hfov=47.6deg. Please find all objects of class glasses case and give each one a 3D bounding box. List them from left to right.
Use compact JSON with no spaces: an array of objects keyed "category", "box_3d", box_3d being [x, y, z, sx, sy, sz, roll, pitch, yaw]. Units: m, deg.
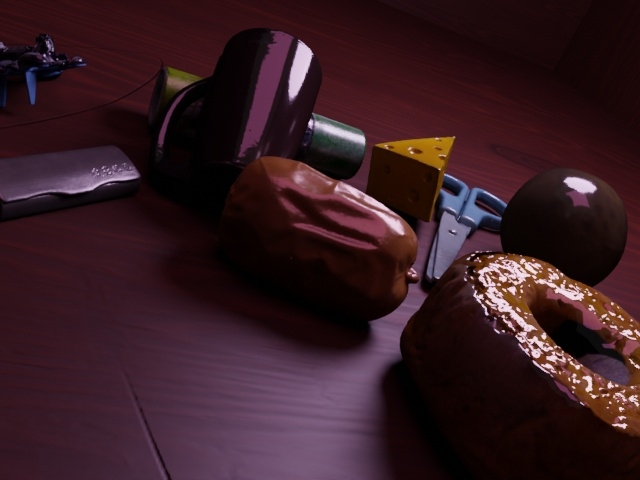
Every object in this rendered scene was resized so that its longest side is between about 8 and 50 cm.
[{"category":"glasses case","box_3d":[-0.291,-0.068,0.808,0.072,0.042,0.191,43,30,17]}]

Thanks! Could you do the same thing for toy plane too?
[{"category":"toy plane","box_3d":[-0.393,-0.250,1.006,0.170,0.078,0.246,-5,25,2]}]

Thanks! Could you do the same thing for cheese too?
[{"category":"cheese","box_3d":[0.173,-0.113,1.188,0.126,0.093,0.171,25,30,30]}]

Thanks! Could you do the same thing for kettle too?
[{"category":"kettle","box_3d":[-0.113,-0.153,0.952,0.202,0.144,0.232,11,56,4]}]

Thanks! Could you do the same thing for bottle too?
[{"category":"bottle","box_3d":[-0.091,-0.174,1.116,0.330,0.093,0.093,13,29,-23]}]

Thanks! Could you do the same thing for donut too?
[{"category":"donut","box_3d":[0.236,0.148,0.746,0.317,0.150,0.299,33,30,14]}]

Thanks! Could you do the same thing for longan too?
[{"category":"longan","box_3d":[0.375,-0.015,1.126,0.197,0.196,0.220,35,24,18]}]

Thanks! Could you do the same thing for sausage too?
[{"category":"sausage","box_3d":[0.000,0.000,0.836,0.241,0.136,0.120,29,24,-3]}]

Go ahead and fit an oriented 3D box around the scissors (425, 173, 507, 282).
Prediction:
[{"category":"scissors","box_3d":[0.216,-0.021,1.174,0.193,0.029,0.447,28,26,7]}]
